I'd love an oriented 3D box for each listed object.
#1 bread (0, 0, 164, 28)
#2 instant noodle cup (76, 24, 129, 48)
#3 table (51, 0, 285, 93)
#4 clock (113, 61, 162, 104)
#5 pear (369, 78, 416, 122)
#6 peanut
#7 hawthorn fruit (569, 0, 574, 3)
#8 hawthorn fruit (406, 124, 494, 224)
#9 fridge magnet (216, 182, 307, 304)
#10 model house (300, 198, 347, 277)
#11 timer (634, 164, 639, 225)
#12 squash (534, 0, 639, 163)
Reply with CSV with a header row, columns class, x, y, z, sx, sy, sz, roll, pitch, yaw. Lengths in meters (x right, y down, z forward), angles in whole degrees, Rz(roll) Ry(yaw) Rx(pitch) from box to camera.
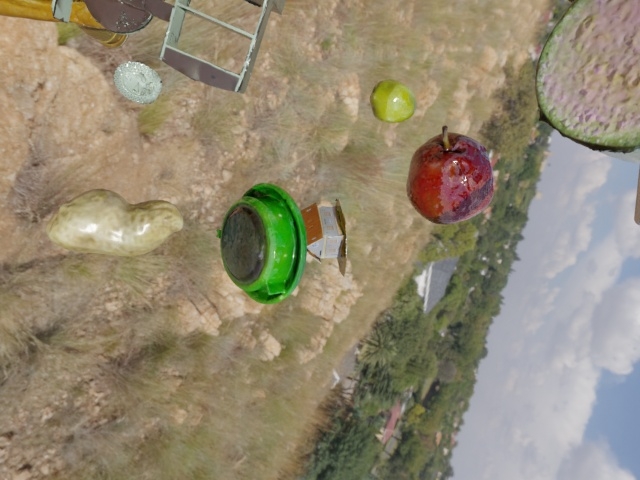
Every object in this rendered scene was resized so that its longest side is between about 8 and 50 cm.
class,x,y,z,sx,sy,sz,roll,pitch,yaw
bread,-0.425,-0.433,0.653,0.109,0.381,0.185,85,18,-59
instant noodle cup,-0.593,-0.635,1.057,0.091,0.274,0.273,-29,131,-47
table,-0.096,-0.218,0.310,0.062,0.146,0.175,-81,-167,-73
clock,-0.344,-0.297,0.785,0.083,0.010,0.074,22,114,-33
pear,0.145,-0.276,0.838,0.092,0.097,0.092,-62,-172,16
peanut,-0.417,-0.034,0.858,0.254,0.122,0.137,6,117,-21
hawthorn fruit,0.564,-0.428,0.780,0.286,0.165,0.165,-23,133,-22
hawthorn fruit,0.312,-0.173,1.039,0.230,0.210,0.266,-55,138,-19
fridge magnet,-0.101,0.006,0.708,0.088,0.208,0.207,-1,107,-44
model house,0.000,0.000,1.285,0.207,0.136,0.219,98,-13,-49
timer,0.830,-0.113,0.877,0.194,0.195,0.192,136,-32,-77
squash,0.589,-0.272,0.699,0.309,0.310,0.310,4,104,-33
